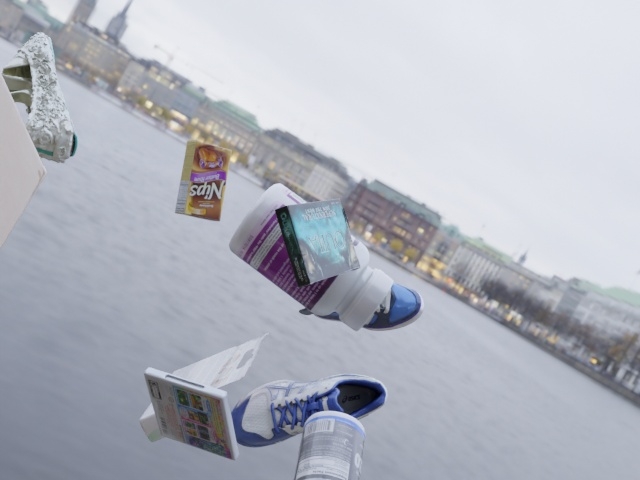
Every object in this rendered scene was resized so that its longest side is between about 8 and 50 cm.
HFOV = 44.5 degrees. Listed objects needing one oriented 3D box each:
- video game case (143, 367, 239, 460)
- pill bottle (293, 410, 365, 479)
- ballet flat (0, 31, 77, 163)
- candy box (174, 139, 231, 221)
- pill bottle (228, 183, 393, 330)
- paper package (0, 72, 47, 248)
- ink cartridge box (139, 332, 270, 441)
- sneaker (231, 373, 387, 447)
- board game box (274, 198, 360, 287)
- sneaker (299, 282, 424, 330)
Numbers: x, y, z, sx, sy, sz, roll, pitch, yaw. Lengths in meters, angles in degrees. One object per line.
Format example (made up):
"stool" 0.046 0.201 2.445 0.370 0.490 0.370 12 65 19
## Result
"video game case" -0.204 0.277 1.246 0.143 0.019 0.157 13 -49 20
"pill bottle" 0.008 0.275 0.912 0.078 0.078 0.137 29 40 -14
"ballet flat" -0.634 -0.330 1.722 0.147 0.147 0.409 28 26 -47
"candy box" -0.292 -0.148 1.962 0.109 0.187 0.053 12 -4 -41
"pill bottle" -0.014 0.039 1.522 0.301 0.169 0.169 37 2 2
"paper package" -0.614 -0.149 1.257 0.168 0.325 0.309 -6 37 8
"ink cartridge box" -0.197 0.262 1.415 0.056 0.224 0.181 63 19 -13
"sneaker" -0.020 0.296 1.421 0.296 0.112 0.131 -13 -9 -21
"board game box" 0.000 0.000 1.258 0.026 0.126 0.186 -18 -2 28
"sneaker" 0.091 0.131 1.990 0.322 0.130 0.236 2 -25 15
